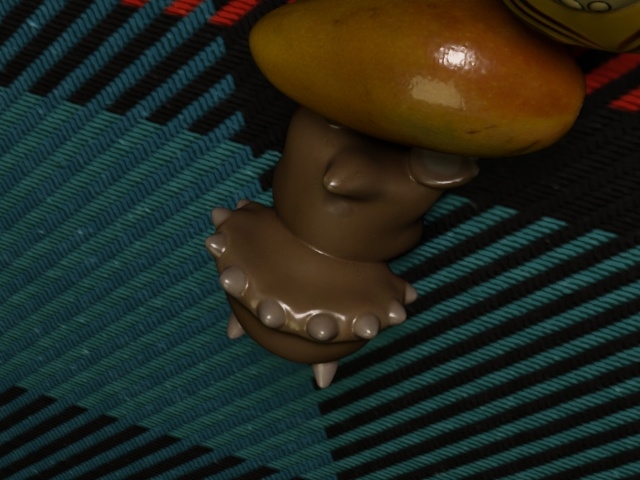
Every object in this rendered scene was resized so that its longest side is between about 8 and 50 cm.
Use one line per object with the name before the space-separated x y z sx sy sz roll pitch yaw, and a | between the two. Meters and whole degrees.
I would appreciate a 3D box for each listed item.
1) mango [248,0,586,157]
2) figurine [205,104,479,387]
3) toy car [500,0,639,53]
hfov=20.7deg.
mango | 0.062 -0.125 1.232 0.253 0.113 0.138 13 177 23
figurine | 0.002 0.004 1.401 0.177 0.173 0.247 36 147 -7
toy car | 0.170 -0.203 1.027 0.200 0.142 0.248 10 140 29
